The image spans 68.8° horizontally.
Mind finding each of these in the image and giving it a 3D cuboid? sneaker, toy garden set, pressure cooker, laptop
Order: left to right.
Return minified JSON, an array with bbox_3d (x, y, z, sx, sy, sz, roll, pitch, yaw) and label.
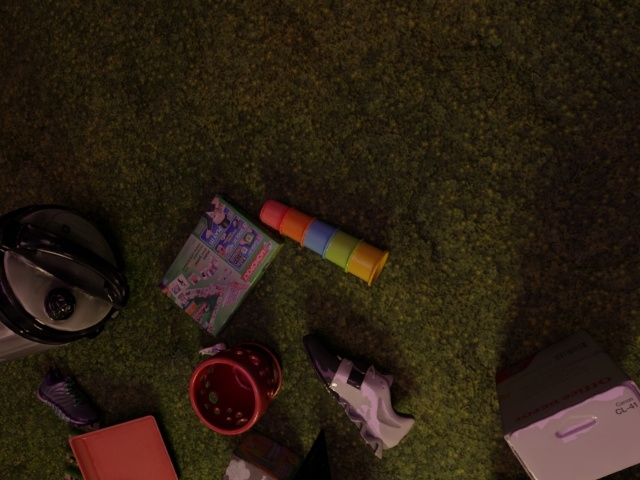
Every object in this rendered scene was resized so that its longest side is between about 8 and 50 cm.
[{"bbox_3d":[-0.730,0.109,1.199,0.421,0.370,0.375,-18,94,21],"label":"pressure cooker"},{"bbox_3d":[-0.751,0.465,1.398,0.224,0.083,0.098,23,98,14],"label":"sneaker"},{"bbox_3d":[-0.691,0.662,1.417,0.204,0.049,0.244,13,100,15],"label":"toy garden set"},{"bbox_3d":[-0.290,0.301,1.263,0.083,0.032,0.036,-20,90,19],"label":"sneaker"},{"bbox_3d":[0.049,0.622,1.092,0.137,0.234,0.264,-7,94,16],"label":"laptop"},{"bbox_3d":[0.093,0.336,1.120,0.146,0.122,0.330,-39,83,-1],"label":"sneaker"}]

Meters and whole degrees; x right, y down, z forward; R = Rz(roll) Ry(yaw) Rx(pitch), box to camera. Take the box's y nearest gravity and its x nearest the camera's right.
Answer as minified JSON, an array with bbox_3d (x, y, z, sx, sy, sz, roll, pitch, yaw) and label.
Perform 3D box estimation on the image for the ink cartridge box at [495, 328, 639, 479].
[{"bbox_3d":[0.469,0.310,0.890,0.226,0.306,0.131,-34,86,18],"label":"ink cartridge box"}]

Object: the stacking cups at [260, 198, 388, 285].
[{"bbox_3d":[0.000,0.000,1.115,0.316,0.096,0.096,25,103,16],"label":"stacking cups"}]

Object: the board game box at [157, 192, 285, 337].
[{"bbox_3d":[-0.264,0.066,1.221,0.214,0.046,0.317,39,105,8],"label":"board game box"}]

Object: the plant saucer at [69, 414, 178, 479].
[{"bbox_3d":[-0.548,0.638,1.339,0.259,0.048,0.258,-17,97,3],"label":"plant saucer"}]

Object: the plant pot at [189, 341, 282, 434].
[{"bbox_3d":[-0.203,0.355,1.168,0.191,0.174,0.191,2,97,16],"label":"plant pot"}]

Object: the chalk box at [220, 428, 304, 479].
[{"bbox_3d":[-0.130,0.616,1.201,0.213,0.132,0.132,26,102,12],"label":"chalk box"}]
